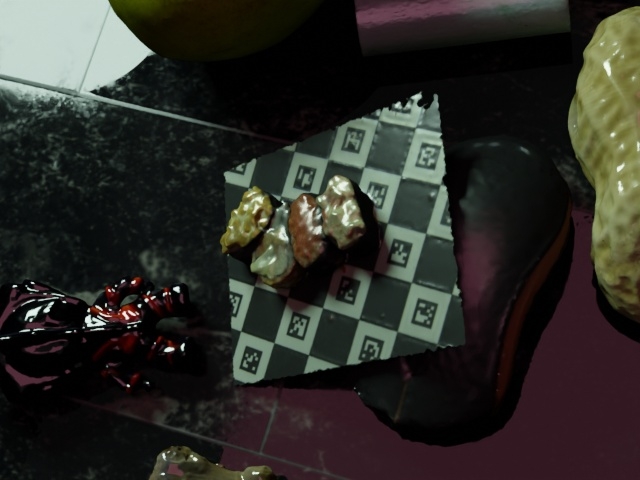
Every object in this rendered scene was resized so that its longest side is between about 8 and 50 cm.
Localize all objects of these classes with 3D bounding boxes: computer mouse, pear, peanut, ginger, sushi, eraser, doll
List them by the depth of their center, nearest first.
[{"bbox_3d":[0.322,-0.077,1.425,0.153,0.140,0.325,-4,77,29],"label":"peanut"},{"bbox_3d":[-0.056,0.314,1.425,0.290,0.084,0.122,48,109,16],"label":"ginger"},{"bbox_3d":[0.136,0.037,1.441,0.183,0.116,0.323,19,78,22],"label":"computer mouse"},{"bbox_3d":[0.000,0.000,1.446,0.290,0.050,0.264,-16,69,35],"label":"sushi"},{"bbox_3d":[-0.090,-0.324,1.510,0.307,0.253,0.253,-32,68,26],"label":"pear"},{"bbox_3d":[-0.257,0.104,1.522,0.248,0.088,0.127,-9,51,-1],"label":"doll"},{"bbox_3d":[0.148,-0.293,1.553,0.227,0.081,0.174,-6,72,11],"label":"eraser"}]
